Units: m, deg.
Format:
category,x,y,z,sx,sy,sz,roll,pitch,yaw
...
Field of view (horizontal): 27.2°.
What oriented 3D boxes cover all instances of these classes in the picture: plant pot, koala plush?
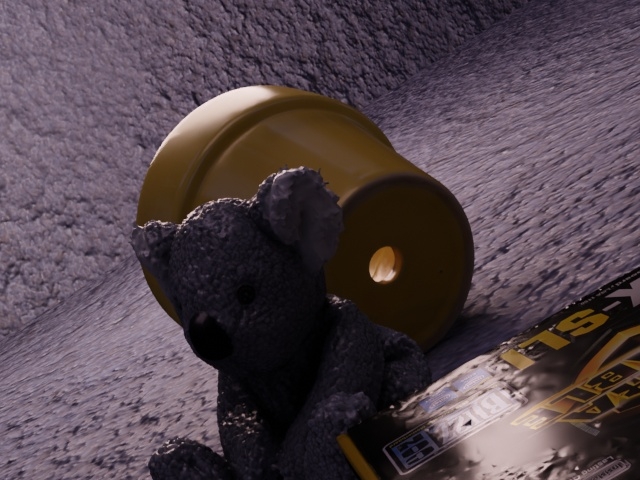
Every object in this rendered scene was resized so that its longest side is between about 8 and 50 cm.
category,x,y,z,sx,sy,sz,roll,pitch,yaw
plant pot,0.000,0.000,1.155,0.254,0.254,0.239,-32,25,-22
koala plush,-0.036,0.064,0.932,0.196,0.221,0.203,-21,12,35

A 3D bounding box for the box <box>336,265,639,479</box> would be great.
category,x,y,z,sx,sy,sz,roll,pitch,yaw
box,0.184,0.085,0.683,0.322,0.079,0.257,-29,9,-5
